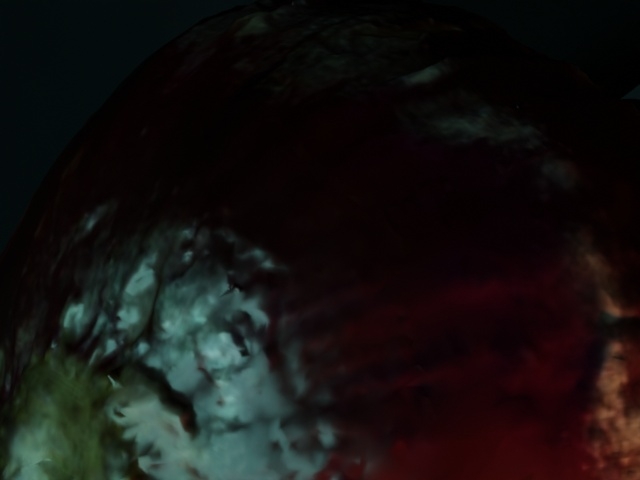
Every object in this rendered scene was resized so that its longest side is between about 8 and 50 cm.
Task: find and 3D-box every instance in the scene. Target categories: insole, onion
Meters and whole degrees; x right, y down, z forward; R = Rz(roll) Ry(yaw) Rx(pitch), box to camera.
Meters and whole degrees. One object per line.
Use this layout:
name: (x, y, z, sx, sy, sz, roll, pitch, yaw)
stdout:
insole: (0.077, -0.114, 0.625, 0.012, 0.110, 0.309, 56, -176, -25)
onion: (0.033, 0.043, 0.393, 0.206, 0.216, 0.207, 28, 111, 43)

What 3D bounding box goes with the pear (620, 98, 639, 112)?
pear: (0.174, 0.126, 0.558, 0.399, 0.165, 0.398, 35, 131, 54)
